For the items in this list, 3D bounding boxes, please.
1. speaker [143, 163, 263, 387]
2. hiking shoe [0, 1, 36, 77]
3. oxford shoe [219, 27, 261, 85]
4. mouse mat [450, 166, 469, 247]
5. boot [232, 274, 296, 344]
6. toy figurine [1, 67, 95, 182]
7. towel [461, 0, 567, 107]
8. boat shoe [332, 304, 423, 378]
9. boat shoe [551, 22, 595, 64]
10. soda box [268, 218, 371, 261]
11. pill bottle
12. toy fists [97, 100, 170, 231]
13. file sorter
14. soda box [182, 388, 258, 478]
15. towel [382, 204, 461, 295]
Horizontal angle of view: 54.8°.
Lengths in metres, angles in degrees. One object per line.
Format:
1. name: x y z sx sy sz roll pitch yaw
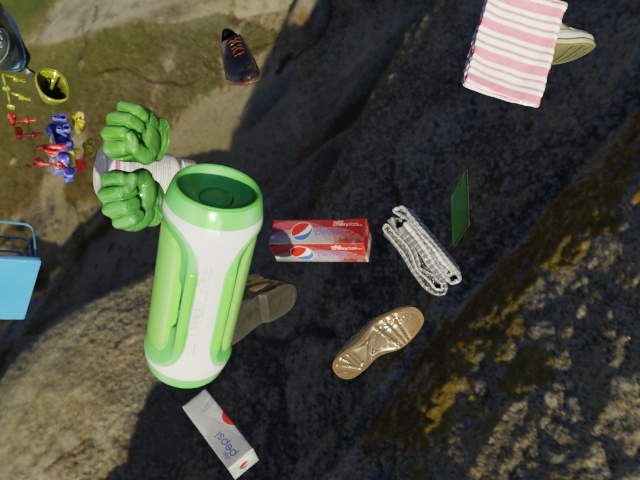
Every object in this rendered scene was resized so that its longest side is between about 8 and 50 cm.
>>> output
1. speaker: -0.158 0.054 0.809 0.131 0.131 0.297 -117 36 -48
2. hiking shoe: -0.650 -0.433 1.134 0.113 0.132 0.304 -30 86 3
3. oxford shoe: -0.235 -0.510 1.716 0.096 0.098 0.271 -22 41 -11
4. mouse mat: 0.346 -0.078 1.535 0.007 0.190 0.153 2 72 1
5. boot: -0.205 0.155 1.401 0.115 0.305 0.112 26 122 40
6. toy figurine: -0.778 -0.287 1.767 0.363 0.191 0.217 62 149 22
7. towel: 0.338 -0.342 1.072 0.029 0.144 0.197 139 147 -89
8. boat shoe: 0.149 0.259 1.665 0.285 0.105 0.089 -35 13 12
9. boat shoe: 0.571 -0.510 1.547 0.113 0.302 0.103 -33 70 56
10. soda box: 0.000 0.000 1.660 0.263 0.092 0.084 -1 55 16
11. pill bottle: -0.520 -0.192 1.858 0.160 0.283 0.161 -7 81 54
12. toy fists: -0.403 -0.159 1.336 0.096 0.142 0.279 4 90 35
13. file sorter: -0.605 0.055 1.151 0.170 0.118 0.104 -56 44 35
14. soda box: -0.322 0.614 1.974 0.098 0.091 0.286 -35 51 -19
15. towel: 0.298 0.034 1.859 0.121 0.235 0.284 -40 82 10
